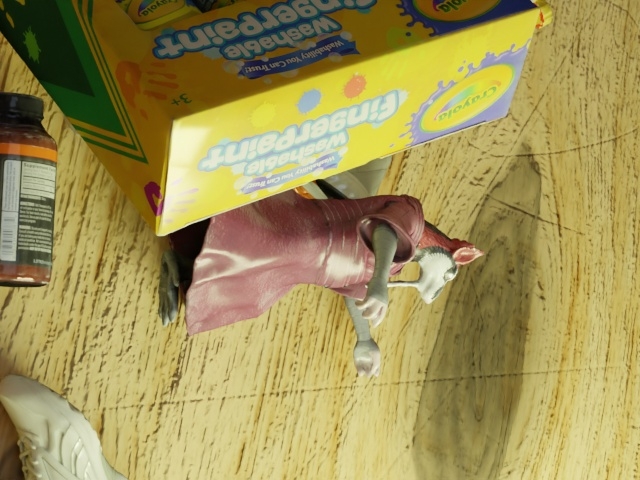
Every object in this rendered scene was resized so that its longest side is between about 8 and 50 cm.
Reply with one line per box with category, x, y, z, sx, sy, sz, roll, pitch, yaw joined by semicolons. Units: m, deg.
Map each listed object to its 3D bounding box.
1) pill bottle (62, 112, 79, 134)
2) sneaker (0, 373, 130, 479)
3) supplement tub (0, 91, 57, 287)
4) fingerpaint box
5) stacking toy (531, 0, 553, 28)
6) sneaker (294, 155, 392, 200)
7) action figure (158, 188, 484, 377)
pill bottle;-0.201;-0.166;1.715;0.160;0.087;0.087;-19;96;-29
sneaker;-0.279;0.247;1.646;0.115;0.090;0.232;-41;106;-22
supplement tub;-0.328;-0.052;1.626;0.106;0.106;0.198;5;84;-29
fingerpaint box;-0.063;-0.239;1.639;0.444;0.163;0.371;-20;53;-29
stacking toy;0.294;-0.408;2.034;0.167;0.052;0.221;-32;102;-28
sneaker;-0.018;-0.141;1.824;0.262;0.099;0.121;48;58;-27
action figure;0.000;0.000;1.757;0.370;0.248;0.276;-3;68;-19
